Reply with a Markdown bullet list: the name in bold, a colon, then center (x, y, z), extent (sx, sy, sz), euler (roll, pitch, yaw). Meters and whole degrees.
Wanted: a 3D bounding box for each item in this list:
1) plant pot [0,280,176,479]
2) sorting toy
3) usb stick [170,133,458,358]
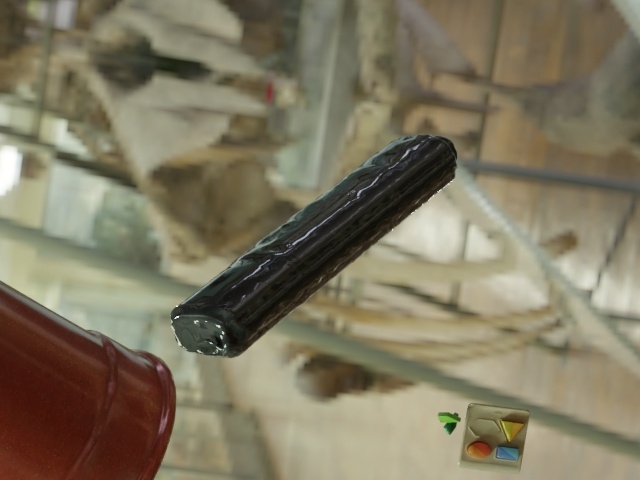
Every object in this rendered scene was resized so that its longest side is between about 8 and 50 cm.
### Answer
- **plant pot**: center (-0.323, 0.151, 1.712), extent (0.272, 0.265, 0.272), euler (-33, 35, 27)
- **sorting toy**: center (0.141, 0.174, 1.625), extent (0.012, 0.083, 0.062), euler (-120, 38, -76)
- **usb stick**: center (0.000, 0.000, 1.355), extent (0.077, 0.278, 0.045), euler (-2, 118, 46)
